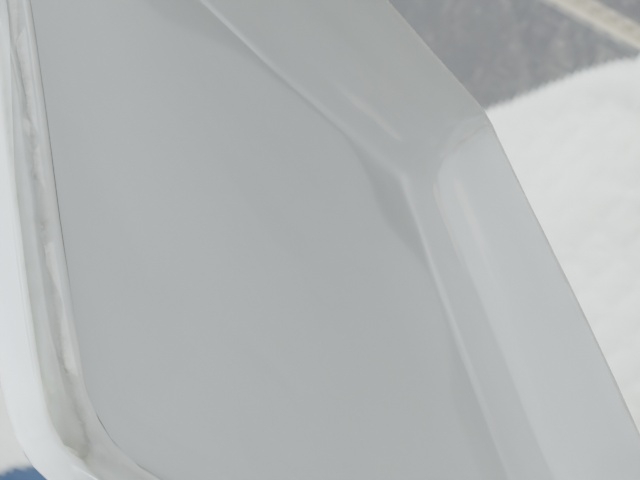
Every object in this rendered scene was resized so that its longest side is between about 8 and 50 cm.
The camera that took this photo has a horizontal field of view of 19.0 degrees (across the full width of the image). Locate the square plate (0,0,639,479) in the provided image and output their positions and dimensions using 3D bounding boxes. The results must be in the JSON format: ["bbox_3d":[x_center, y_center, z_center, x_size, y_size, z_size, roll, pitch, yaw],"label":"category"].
[{"bbox_3d":[0.000,0.000,0.560,0.049,0.347,0.344,-34,46,16],"label":"square plate"}]
